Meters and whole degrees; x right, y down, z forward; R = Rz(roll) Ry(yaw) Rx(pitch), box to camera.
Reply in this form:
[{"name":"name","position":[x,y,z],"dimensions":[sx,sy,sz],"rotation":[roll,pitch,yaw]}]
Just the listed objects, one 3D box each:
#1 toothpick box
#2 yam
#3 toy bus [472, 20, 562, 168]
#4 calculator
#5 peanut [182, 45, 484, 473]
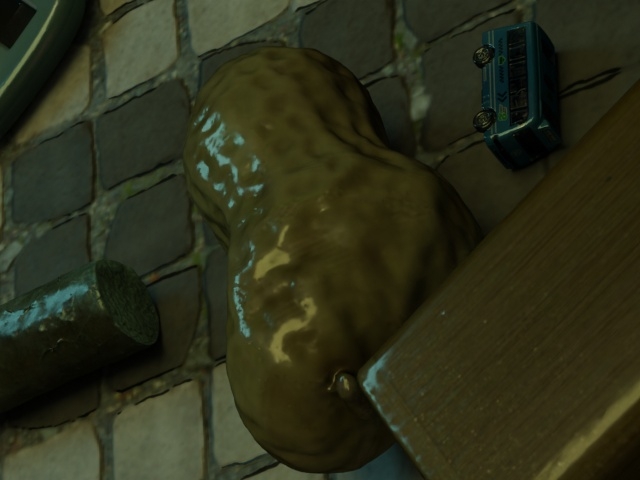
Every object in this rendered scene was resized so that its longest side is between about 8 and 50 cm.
[{"name":"toothpick box","position":[0.189,0.026,0.966],"dimensions":[0.308,0.190,0.187],"rotation":[-46,47,9]},{"name":"yam","position":[-0.188,0.068,1.295],"dimensions":[0.169,0.068,0.068],"rotation":[-23,51,22]},{"name":"toy bus","position":[0.119,-0.087,1.184],"dimensions":[0.046,0.038,0.083],"rotation":[-15,55,25]},{"name":"calculator","position":[-0.269,-0.147,1.511],"dimensions":[0.185,0.041,0.299],"rotation":[33,87,44]},{"name":"peanut","position":[0.010,0.001,1.144],"dimensions":[0.159,0.143,0.291],"rotation":[-8,44,-7]}]
